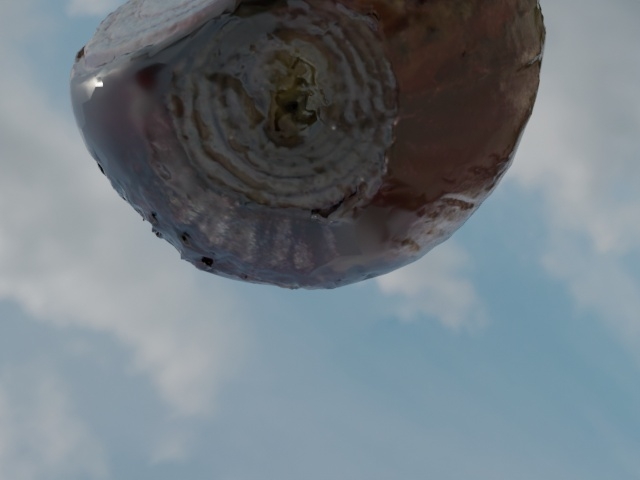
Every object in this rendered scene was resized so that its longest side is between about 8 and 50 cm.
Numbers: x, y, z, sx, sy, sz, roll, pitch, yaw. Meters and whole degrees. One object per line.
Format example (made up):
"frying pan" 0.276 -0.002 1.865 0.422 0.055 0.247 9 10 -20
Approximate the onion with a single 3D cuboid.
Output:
"onion" 0.012 -0.102 1.372 0.260 0.336 0.282 56 -175 -13
